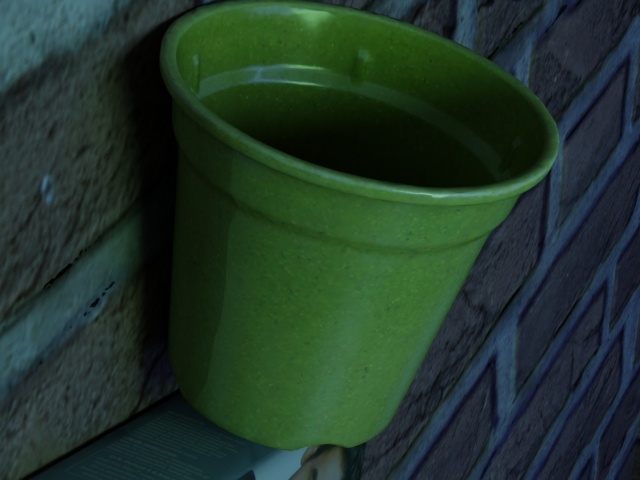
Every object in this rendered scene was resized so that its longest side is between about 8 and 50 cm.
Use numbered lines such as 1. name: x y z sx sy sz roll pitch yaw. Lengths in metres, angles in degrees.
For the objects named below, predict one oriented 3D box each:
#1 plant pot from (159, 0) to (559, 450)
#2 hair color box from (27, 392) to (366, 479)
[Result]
1. plant pot: 0.000 0.000 1.080 0.276 0.276 0.254 -39 149 -54
2. hair color box: -0.095 0.228 1.144 0.374 0.114 0.185 -26 128 -61
